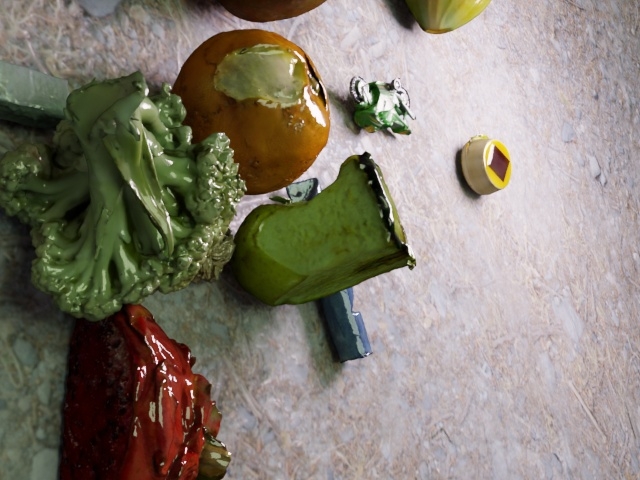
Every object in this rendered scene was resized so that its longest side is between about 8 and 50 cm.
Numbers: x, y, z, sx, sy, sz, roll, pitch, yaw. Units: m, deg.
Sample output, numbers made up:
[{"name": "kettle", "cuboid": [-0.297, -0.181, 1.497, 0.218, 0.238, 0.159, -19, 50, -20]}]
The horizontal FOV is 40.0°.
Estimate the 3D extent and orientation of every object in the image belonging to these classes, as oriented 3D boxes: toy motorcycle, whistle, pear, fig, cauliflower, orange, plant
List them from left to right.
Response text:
[{"name": "cauliflower", "cuboid": [-0.244, -0.075, 1.021, 0.281, 0.260, 0.327, 61, 27, -43]}, {"name": "plant", "cuboid": [-0.166, -0.003, 1.239, 0.122, 0.104, 0.116, -52, 156, -77]}, {"name": "orange", "cuboid": [-0.098, -0.183, 1.262, 0.240, 0.240, 0.240, 24, 57, -43]}, {"name": "pear", "cuboid": [0.000, 0.000, 1.311, 0.164, 0.255, 0.238, 68, 10, 14]}, {"name": "whistle", "cuboid": [0.013, 0.047, 1.428, 0.062, 0.062, 0.304, -13, 85, -52]}, {"name": "toy motorcycle", "cuboid": [0.117, -0.254, 1.680, 0.190, 0.074, 0.106, 1, 83, -51]}, {"name": "fig", "cuboid": [0.267, -0.573, 1.888, 0.239, 0.239, 0.271, 23, 85, -44]}]

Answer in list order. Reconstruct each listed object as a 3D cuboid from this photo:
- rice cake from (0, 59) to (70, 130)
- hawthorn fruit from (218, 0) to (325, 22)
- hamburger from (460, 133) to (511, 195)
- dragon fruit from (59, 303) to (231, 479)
[{"name": "rice cake", "cuboid": [-0.434, -0.184, 0.984, 0.336, 0.063, 0.066, 9, 65, -49]}, {"name": "hawthorn fruit", "cuboid": [-0.067, -0.488, 1.412, 0.301, 0.268, 0.268, -28, 97, -62]}, {"name": "hamburger", "cuboid": [0.360, -0.169, 1.926, 0.126, 0.081, 0.141, 19, 73, -43]}, {"name": "dragon fruit", "cuboid": [-0.182, 0.210, 1.049, 0.205, 0.152, 0.317, 21, 59, -46]}]
